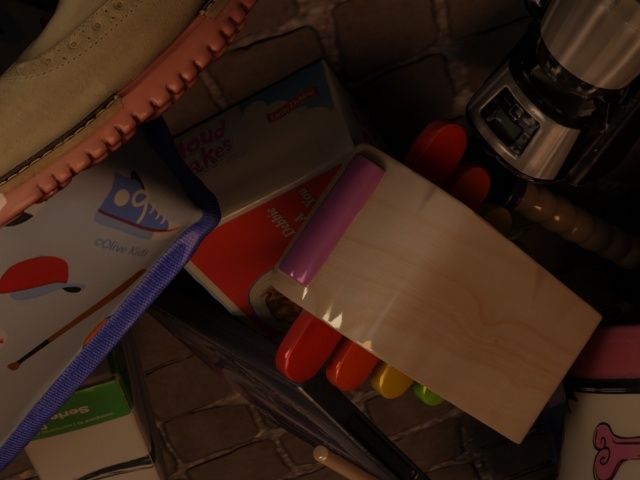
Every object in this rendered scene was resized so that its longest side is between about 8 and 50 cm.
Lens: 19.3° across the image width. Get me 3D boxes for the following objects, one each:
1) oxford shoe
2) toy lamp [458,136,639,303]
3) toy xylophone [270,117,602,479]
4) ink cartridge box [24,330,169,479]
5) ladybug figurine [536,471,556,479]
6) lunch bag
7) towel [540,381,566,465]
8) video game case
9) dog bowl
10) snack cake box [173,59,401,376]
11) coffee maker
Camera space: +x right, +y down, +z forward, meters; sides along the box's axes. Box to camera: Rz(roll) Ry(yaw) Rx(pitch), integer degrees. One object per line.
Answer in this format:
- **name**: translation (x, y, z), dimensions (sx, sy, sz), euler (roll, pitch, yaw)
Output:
- **oxford shoe**: translation (-0.085, -0.173, 0.971), dimensions (0.146, 0.140, 0.397), euler (42, 76, -13)
- **toy lamp**: translation (0.212, -0.007, 1.482), dimensions (0.080, 0.080, 0.275), euler (-40, 141, 26)
- **toy xylophone**: translation (0.079, 0.072, 1.323), dimensions (0.236, 0.081, 0.322), euler (-52, 141, -7)
- **ink cartridge box**: translation (-0.178, 0.103, 1.380), dimensions (0.087, 0.153, 0.208), euler (-16, 144, -2)
- **ladybug figurine**: translation (0.349, 0.281, 1.759), dimensions (0.449, 0.161, 0.305), euler (-11, -178, -21)
- **lunch bag**: translation (-0.316, 0.014, 1.126), dimensions (0.328, 0.239, 0.385), euler (19, 120, -39)
- **towel**: translation (0.337, 0.119, 1.751), dimensions (0.285, 0.034, 0.209), euler (-20, 147, 3)
- **video game case**: translation (-0.024, 0.120, 1.460), dimensions (0.026, 0.196, 0.274), euler (-56, 144, -9)
- **dog bowl**: translation (0.376, 0.118, 1.482), dimensions (0.408, 0.150, 0.408), euler (-7, 179, 0)
- **snack cake box**: translation (0.000, 0.000, 1.382), dimensions (0.152, 0.089, 0.264), euler (-26, 144, 11)
- **coffee maker**: translation (0.207, -0.129, 1.283), dimensions (0.171, 0.120, 0.178), euler (4, 139, -31)
